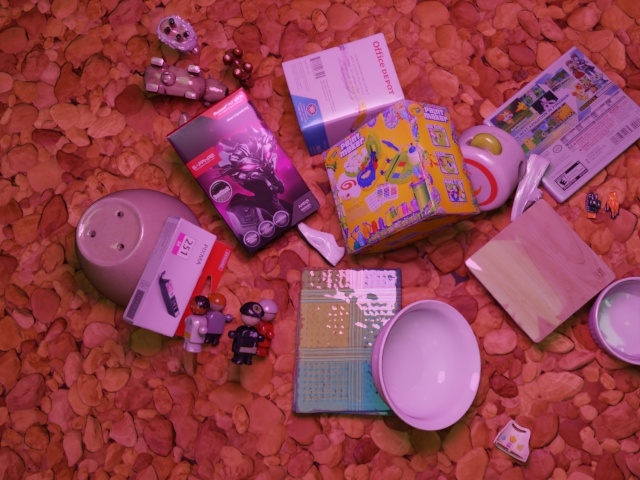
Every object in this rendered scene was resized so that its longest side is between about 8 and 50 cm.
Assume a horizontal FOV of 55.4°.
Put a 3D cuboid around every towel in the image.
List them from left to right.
[{"bbox_3d":[0.072,0.252,1.548,0.272,0.040,0.370,1,79,6],"label":"towel"}]

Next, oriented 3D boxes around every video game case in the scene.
[{"bbox_3d":[0.654,-0.309,1.614,0.329,0.036,0.300,-39,78,-3],"label":"video game case"}]

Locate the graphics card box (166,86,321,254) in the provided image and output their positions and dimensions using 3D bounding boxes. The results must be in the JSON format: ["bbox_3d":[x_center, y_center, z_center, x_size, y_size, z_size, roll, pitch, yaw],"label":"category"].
[{"bbox_3d":[-0.195,-0.177,1.572,0.233,0.094,0.371,-34,102,-3],"label":"graphics card box"}]

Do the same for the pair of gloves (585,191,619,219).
[{"bbox_3d":[0.728,-0.090,1.573,0.083,0.010,0.074,1,80,8],"label":"pair of gloves"}]

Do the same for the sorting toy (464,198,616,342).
[{"bbox_3d":[0.534,0.078,1.516,0.255,0.089,0.257,-39,78,-3],"label":"sorting toy"}]

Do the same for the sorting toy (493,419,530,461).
[{"bbox_3d":[0.466,0.476,1.466,0.083,0.045,0.075,31,75,11],"label":"sorting toy"}]

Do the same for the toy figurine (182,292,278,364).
[{"bbox_3d":[-0.221,0.204,1.502,0.210,0.213,0.148,12,92,13],"label":"toy figurine"}]

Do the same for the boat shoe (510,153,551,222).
[{"bbox_3d":[0.538,-0.128,1.559,0.063,0.066,0.184,20,88,19],"label":"boat shoe"}]

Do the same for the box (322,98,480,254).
[{"bbox_3d":[0.186,-0.143,1.476,0.177,0.290,0.279,-3,74,-41],"label":"box"}]

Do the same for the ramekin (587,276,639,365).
[{"bbox_3d":[0.748,0.196,1.461,0.207,0.109,0.207,-1,78,6],"label":"ramekin"}]

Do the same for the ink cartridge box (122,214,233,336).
[{"bbox_3d":[-0.332,0.107,1.520,0.060,0.239,0.275,14,78,41],"label":"ink cartridge box"}]

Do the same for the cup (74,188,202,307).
[{"bbox_3d":[-0.489,0.004,1.557,0.331,0.237,0.331,-1,79,6],"label":"cup"}]

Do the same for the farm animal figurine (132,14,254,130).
[{"bbox_3d":[-0.341,-0.392,1.656,0.327,0.172,0.330,27,93,-11],"label":"farm animal figurine"}]

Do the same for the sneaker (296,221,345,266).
[{"bbox_3d":[0.000,0.000,1.608,0.152,0.053,0.061,43,80,4],"label":"sneaker"}]

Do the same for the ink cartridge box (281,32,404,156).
[{"bbox_3d":[0.065,-0.377,1.602,0.270,0.197,0.198,-16,77,2],"label":"ink cartridge box"}]

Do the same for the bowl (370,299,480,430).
[{"bbox_3d":[0.226,0.292,1.450,0.298,0.134,0.297,5,79,-30],"label":"bowl"}]

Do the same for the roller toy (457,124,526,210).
[{"bbox_3d":[0.404,-0.183,1.525,0.191,0.209,0.146,53,57,-15],"label":"roller toy"}]
